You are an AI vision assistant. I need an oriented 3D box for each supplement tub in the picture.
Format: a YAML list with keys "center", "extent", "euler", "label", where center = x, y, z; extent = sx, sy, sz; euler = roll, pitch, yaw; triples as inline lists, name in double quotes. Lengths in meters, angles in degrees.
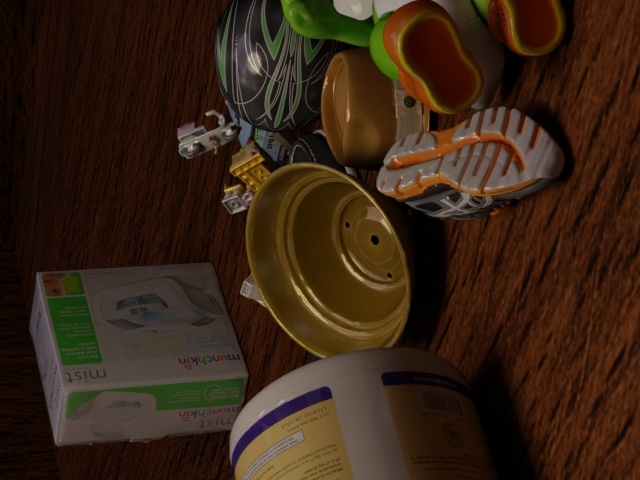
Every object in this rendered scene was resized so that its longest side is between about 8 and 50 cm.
- center: [0.061, 0.291, 1.620]
  extent: [0.241, 0.241, 0.331]
  euler: [112, 149, -52]
  label: "supplement tub"

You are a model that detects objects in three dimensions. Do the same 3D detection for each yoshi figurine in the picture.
- center: [0.072, -0.249, 1.607]
  extent: [0.362, 0.204, 0.203]
  euler: [-134, 59, -66]
  label: "yoshi figurine"

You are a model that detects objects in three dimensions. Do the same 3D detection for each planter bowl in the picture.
- center: [0.032, 0.011, 1.838]
  extent: [0.217, 0.090, 0.217]
  euler: [20, 121, 36]
  label: "planter bowl"

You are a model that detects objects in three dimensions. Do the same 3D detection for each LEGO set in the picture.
- center: [-0.065, -0.055, 2.162]
  extent: [0.107, 0.132, 0.287]
  euler: [-84, -21, -46]
  label: "LEGO set"

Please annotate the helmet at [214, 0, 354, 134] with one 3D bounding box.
- center: [-0.040, -0.206, 1.960]
  extent: [0.161, 0.169, 0.169]
  euler: [-89, 10, -46]
  label: "helmet"

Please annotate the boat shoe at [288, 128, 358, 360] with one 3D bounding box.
- center: [0.000, 0.000, 1.983]
  extent: [0.114, 0.091, 0.302]
  euler: [107, 152, -47]
  label: "boat shoe"

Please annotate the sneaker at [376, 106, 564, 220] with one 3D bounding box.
- center: [0.144, -0.059, 1.579]
  extent: [0.215, 0.083, 0.084]
  euler: [-1, 58, 56]
  label: "sneaker"

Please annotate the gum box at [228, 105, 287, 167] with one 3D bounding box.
- center: [-0.076, -0.193, 2.257]
  extent: [0.157, 0.041, 0.184]
  euler: [106, 152, -45]
  label: "gum box"

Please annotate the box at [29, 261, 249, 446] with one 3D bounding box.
- center: [-0.259, 0.159, 2.518]
  extent: [0.231, 0.262, 0.126]
  euler: [-111, 26, -44]
  label: "box"

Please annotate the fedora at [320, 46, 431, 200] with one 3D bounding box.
- center: [0.049, -0.136, 1.834]
  extent: [0.194, 0.079, 0.194]
  euler: [176, 90, -72]
  label: "fedora"
